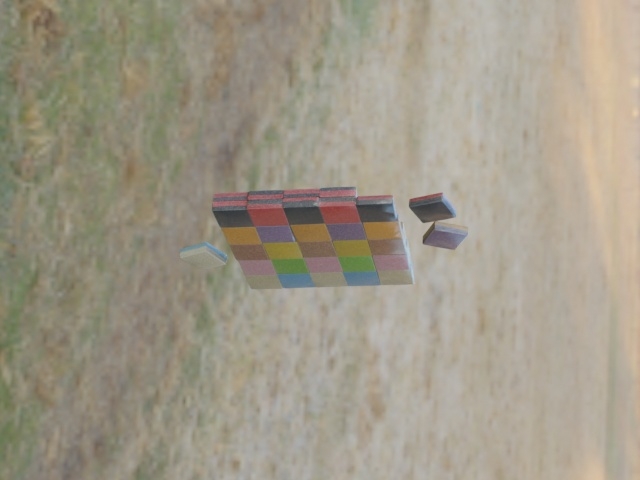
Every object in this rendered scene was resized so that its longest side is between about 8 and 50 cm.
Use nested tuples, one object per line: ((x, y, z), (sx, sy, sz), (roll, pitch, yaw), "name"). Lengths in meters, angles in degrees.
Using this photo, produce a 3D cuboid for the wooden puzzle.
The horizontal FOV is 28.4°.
((0.000, 0.000, 0.355), (0.049, 0.083, 0.006), (70, 21, -60), "wooden puzzle")
